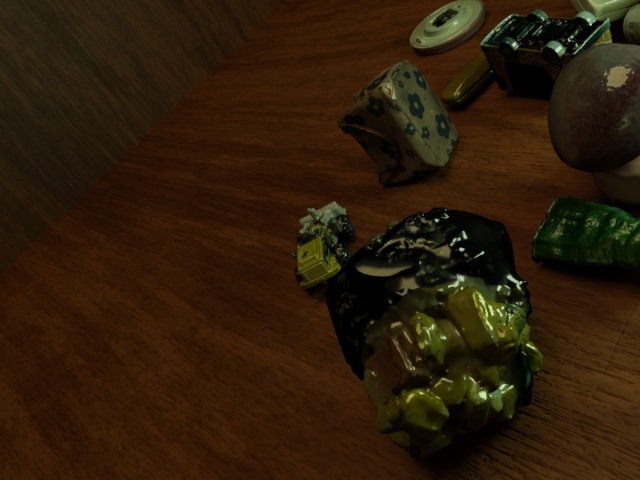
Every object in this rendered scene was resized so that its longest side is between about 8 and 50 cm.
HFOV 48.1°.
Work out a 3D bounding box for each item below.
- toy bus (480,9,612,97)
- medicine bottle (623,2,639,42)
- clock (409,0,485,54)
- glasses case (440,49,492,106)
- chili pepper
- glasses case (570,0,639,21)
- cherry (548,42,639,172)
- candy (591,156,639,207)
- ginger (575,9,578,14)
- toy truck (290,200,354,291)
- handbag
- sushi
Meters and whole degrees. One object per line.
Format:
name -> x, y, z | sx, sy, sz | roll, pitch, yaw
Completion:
toy bus -> 0.515, -0.417, 1.626 | 0.138, 0.167, 0.275 | -45, 37, -14
medicine bottle -> 0.747, -0.459, 1.531 | 0.086, 0.086, 0.183 | -42, 33, -8
clock -> 0.380, -0.650, 2.159 | 0.244, 0.056, 0.244 | -24, 34, 17
glasses case -> 0.402, -0.429, 1.841 | 0.234, 0.064, 0.079 | -46, 31, -15
chili pepper -> 0.483, -0.003, 1.180 | 0.136, 0.099, 0.270 | -38, 26, -20
glasses case -> 0.734, -0.593, 1.627 | 0.313, 0.070, 0.131 | -18, 60, 2
cherry -> 0.490, -0.232, 1.208 | 0.266, 0.183, 0.213 | -53, 20, -2
candy -> 0.597, -0.165, 1.284 | 0.255, 0.094, 0.255 | -24, 34, 18
ginger -> 0.731, -0.632, 1.754 | 0.309, 0.107, 0.133 | -42, 25, -13
toy truck -> 0.000, 0.000, 1.628 | 0.136, 0.111, 0.286 | -27, 31, 18
handbag -> 0.178, -0.272, 1.695 | 0.193, 0.251, 0.190 | -23, 27, 38
sushi -> 0.194, 0.151, 1.080 | 0.329, 0.328, 0.285 | -25, 45, -8
